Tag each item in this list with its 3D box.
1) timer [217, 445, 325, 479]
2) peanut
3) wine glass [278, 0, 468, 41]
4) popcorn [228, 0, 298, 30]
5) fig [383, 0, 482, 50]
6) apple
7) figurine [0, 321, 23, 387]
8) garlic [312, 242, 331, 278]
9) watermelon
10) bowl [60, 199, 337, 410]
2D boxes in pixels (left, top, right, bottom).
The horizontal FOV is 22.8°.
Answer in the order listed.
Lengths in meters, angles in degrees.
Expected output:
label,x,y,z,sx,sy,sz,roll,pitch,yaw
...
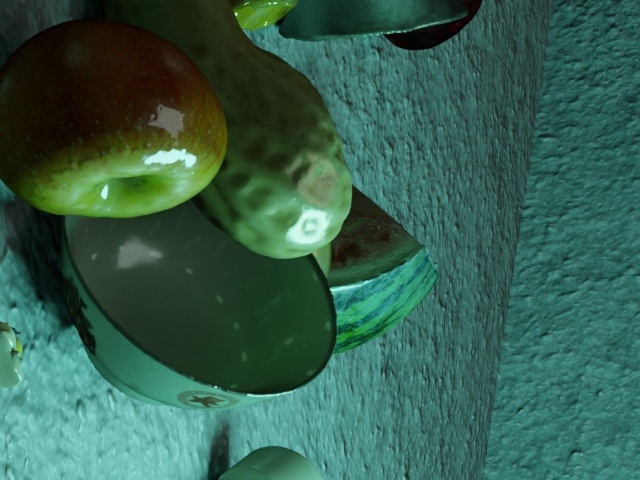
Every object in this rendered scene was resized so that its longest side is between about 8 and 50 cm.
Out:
label,x,y,z,sx,sy,sz,roll,pitch,yaw
timer,-0.124,0.381,2.046,0.266,0.175,0.175,-15,109,-52
peanut,-0.104,-0.154,1.726,0.192,0.169,0.387,-36,89,-37
wine glass,0.052,-0.488,2.155,0.267,0.267,0.406,-45,132,-61
popcorn,-0.089,-0.353,1.856,0.250,0.190,0.250,13,90,-71
fig,0.153,-0.431,2.553,0.203,0.186,0.249,-60,145,-14
apple,-0.209,-0.120,1.550,0.235,0.210,0.173,17,53,-52
figurine,-0.313,0.102,1.569,0.050,0.047,0.083,-79,166,-48
garlic,-0.108,0.078,2.002,0.338,0.151,0.196,-61,155,-22
watermelon,0.003,0.020,2.225,0.250,0.283,0.292,-29,96,-84
bowl,-0.162,0.077,1.733,0.157,0.337,0.337,-51,180,33
